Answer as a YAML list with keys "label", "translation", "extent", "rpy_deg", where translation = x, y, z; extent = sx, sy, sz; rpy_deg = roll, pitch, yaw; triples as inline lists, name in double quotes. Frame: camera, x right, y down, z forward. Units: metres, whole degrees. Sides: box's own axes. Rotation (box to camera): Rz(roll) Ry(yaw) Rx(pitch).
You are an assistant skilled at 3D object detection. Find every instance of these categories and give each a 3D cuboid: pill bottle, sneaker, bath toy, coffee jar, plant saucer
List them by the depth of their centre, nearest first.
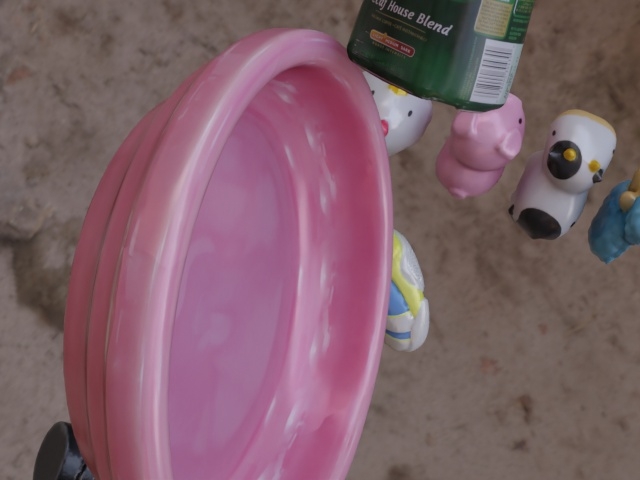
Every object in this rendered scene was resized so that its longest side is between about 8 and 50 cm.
- label: "coffee jar"
  translation: [0.085, -0.171, 0.700]
  extent: [0.079, 0.184, 0.096]
  rpy_deg: [2, 23, -43]
- label: "plant saucer"
  translation: [-0.049, 0.040, 0.749]
  extent: [0.084, 0.332, 0.332]
  rpy_deg: [8, 50, 23]
- label: "sneaker"
  translation: [0.000, 0.000, 1.046]
  extent: [0.126, 0.091, 0.240]
  rpy_deg: [-25, 103, -15]
- label: "bath toy"
  translation: [0.187, -0.092, 1.340]
  extent: [0.348, 0.151, 0.129]
  rpy_deg: [22, 19, 1]
- label: "pill bottle"
  translation: [-0.230, 0.293, 1.536]
  extent: [0.219, 0.123, 0.123]
  rpy_deg: [22, 56, -29]
